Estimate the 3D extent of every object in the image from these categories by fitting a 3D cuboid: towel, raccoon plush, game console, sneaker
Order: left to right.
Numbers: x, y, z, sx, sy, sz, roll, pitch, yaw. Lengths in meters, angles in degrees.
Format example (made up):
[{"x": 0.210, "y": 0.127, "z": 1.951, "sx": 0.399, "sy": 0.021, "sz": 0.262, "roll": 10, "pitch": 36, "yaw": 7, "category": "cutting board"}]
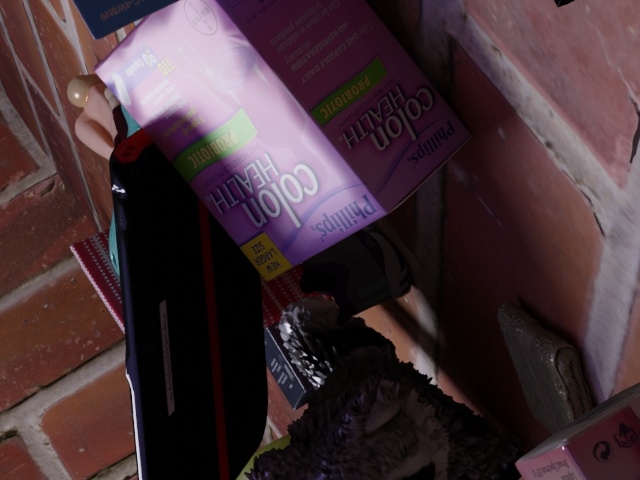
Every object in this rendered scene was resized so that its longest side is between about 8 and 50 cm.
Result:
[{"x": -0.126, "y": 0.069, "z": 1.648, "sx": 0.342, "sy": 0.060, "sz": 0.386, "roll": -46, "pitch": -47, "yaw": -70, "category": "game console"}, {"x": -0.128, "y": 0.033, "z": 2.019, "sx": 0.199, "sy": 0.275, "sz": 0.031, "roll": 54, "pitch": 149, "yaw": 22, "category": "towel"}, {"x": -0.006, "y": 0.171, "z": 1.720, "sx": 0.446, "sy": 0.216, "sz": 0.299, "roll": 36, "pitch": 177, "yaw": 44, "category": "raccoon plush"}, {"x": 0.000, "y": 0.000, "z": 1.819, "sx": 0.223, "sy": 0.098, "sz": 0.083, "roll": 46, "pitch": 161, "yaw": 46, "category": "sneaker"}, {"x": 0.202, "y": 0.126, "z": 1.494, "sx": 0.110, "sy": 0.027, "sz": 0.148, "roll": 42, "pitch": 160, "yaw": 56, "category": "towel"}]

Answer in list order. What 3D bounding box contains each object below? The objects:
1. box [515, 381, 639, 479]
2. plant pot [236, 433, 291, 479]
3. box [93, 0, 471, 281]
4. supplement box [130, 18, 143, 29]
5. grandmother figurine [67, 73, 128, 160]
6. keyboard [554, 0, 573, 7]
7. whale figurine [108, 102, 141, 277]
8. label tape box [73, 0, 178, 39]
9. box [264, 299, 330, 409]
[{"x": 0.264, "y": 0.218, "z": 1.234, "sx": 0.232, "sy": 0.127, "sz": 0.148, "roll": 58, "pitch": 167, "yaw": 7, "category": "box"}, {"x": 0.024, "y": 0.435, "z": 2.250, "sx": 0.353, "sy": 0.366, "sz": 0.366, "roll": -120, "pitch": 6, "yaw": -58, "category": "plant pot"}, {"x": -0.037, "y": -0.115, "z": 1.429, "sx": 0.243, "sy": 0.117, "sz": 0.213, "roll": 50, "pitch": 147, "yaw": -7, "category": "box"}, {"x": -0.155, "y": -0.255, "z": 1.874, "sx": 0.104, "sy": 0.081, "sz": 0.188, "roll": 64, "pitch": 166, "yaw": -19, "category": "supplement box"}, {"x": -0.283, "y": -0.133, "z": 2.616, "sx": 0.208, "sy": 0.104, "sz": 0.342, "roll": 57, "pitch": 173, "yaw": -34, "category": "grandmother figurine"}, {"x": 0.158, "y": -0.191, "z": 0.958, "sx": 0.192, "sy": 0.038, "sz": 0.100, "roll": 97, "pitch": 164, "yaw": -72, "category": "keyboard"}, {"x": -0.177, "y": -0.047, "z": 1.889, "sx": 0.216, "sy": 0.141, "sz": 0.272, "roll": 42, "pitch": 151, "yaw": 61, "category": "whale figurine"}, {"x": -0.166, "y": -0.332, "z": 1.329, "sx": 0.347, "sy": 0.249, "sz": 0.115, "roll": 59, "pitch": 157, "yaw": 3, "category": "label tape box"}, {"x": -0.030, "y": 0.119, "z": 2.218, "sx": 0.158, "sy": 0.093, "sz": 0.156, "roll": 59, "pitch": 167, "yaw": 9, "category": "box"}]
